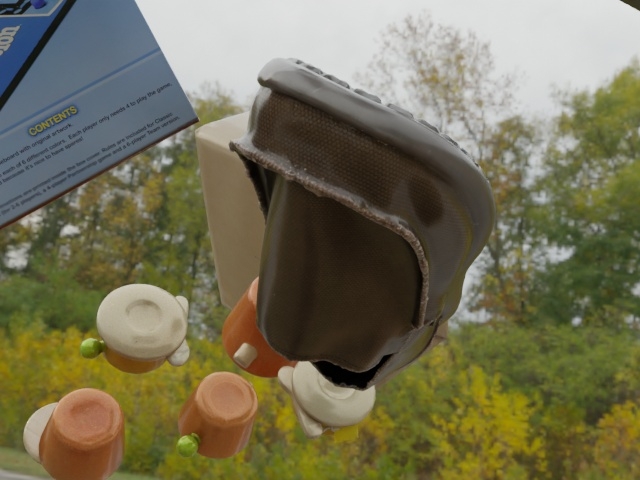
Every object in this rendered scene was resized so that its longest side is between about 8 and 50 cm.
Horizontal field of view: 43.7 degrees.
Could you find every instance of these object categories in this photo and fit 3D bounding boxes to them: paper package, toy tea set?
[{"bbox_3d":[0.000,0.000,1.078,0.168,0.309,0.325,-29,40,-33],"label":"paper package"},{"bbox_3d":[-0.121,0.143,0.794,0.336,0.200,0.124,-4,-37,-26],"label":"toy tea set"}]

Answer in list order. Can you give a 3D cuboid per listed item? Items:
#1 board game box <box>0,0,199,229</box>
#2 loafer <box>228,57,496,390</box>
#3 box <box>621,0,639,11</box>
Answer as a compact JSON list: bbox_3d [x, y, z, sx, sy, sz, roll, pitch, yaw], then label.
[{"bbox_3d":[-0.209,-0.048,0.341,0.145,0.281,0.027,64,-8,-30],"label":"board game box"},{"bbox_3d":[0.024,0.026,0.509,0.134,0.130,0.366,29,-14,23],"label":"loafer"},{"bbox_3d":[0.329,-0.331,0.784,0.143,0.165,0.270,-37,-22,35],"label":"box"}]
